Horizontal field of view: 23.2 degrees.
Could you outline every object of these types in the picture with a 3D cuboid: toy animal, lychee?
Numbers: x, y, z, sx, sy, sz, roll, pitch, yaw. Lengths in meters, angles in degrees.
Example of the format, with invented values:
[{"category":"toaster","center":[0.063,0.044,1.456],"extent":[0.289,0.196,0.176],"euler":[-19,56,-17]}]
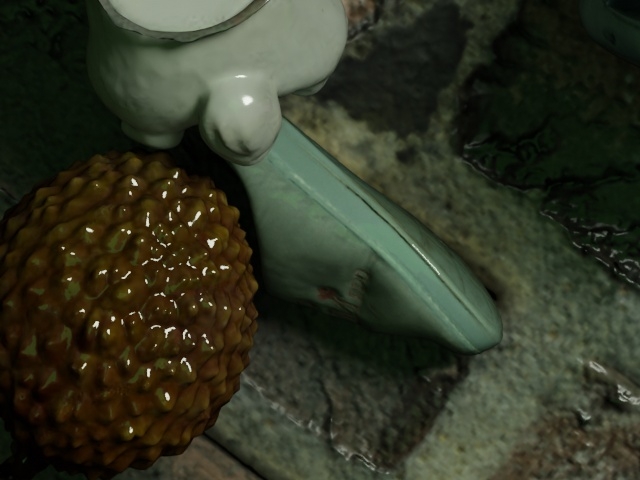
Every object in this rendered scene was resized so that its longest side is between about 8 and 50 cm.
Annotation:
[{"category":"toy animal","center":[-0.066,-0.213,0.930],"extent":[0.208,0.154,0.325],"euler":[14,75,5]},{"category":"lychee","center":[-0.133,0.056,0.958],"extent":[0.200,0.200,0.238],"euler":[29,104,5]}]

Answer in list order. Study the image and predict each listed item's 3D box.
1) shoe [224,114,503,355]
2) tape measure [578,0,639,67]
[{"category":"shoe","center":[0.000,0.000,0.983],"extent":[0.251,0.103,0.100],"euler":[43,97,9]},{"category":"tape measure","center":[0.268,-0.124,0.847],"extent":[0.256,0.275,0.147],"euler":[25,102,11]}]
